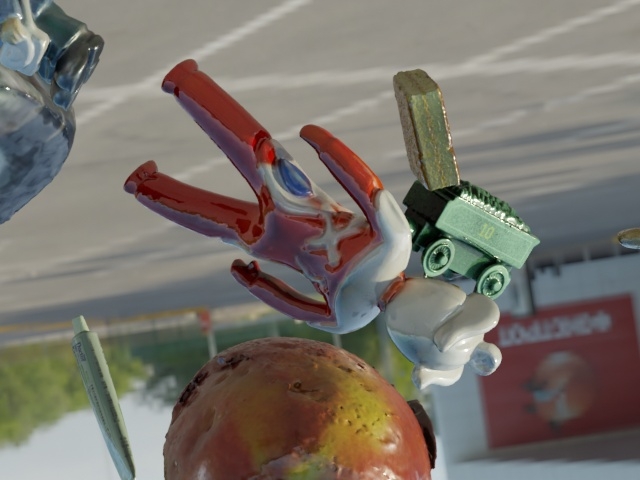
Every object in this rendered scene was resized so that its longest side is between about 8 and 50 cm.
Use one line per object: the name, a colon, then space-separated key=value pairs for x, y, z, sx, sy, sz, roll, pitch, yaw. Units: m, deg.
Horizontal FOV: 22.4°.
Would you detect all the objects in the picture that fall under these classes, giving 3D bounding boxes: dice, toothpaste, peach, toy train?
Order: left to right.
dice: x=-0.340 y=-0.119 z=1.421 sx=0.181 sy=0.183 sz=0.182 roll=-40 pitch=146 yaw=5
toothpaste: x=-0.217 y=0.163 z=1.621 sx=0.029 sy=0.197 sz=0.048 roll=-12 pitch=153 yaw=-21
peach: x=-0.028 y=0.293 z=2.143 sx=0.339 sy=0.353 sz=0.416 roll=-30 pitch=-174 yaw=9
toy train: x=0.136 y=-0.004 z=1.544 sx=0.172 sy=0.099 sz=0.070 roll=25 pitch=-172 yaw=-45

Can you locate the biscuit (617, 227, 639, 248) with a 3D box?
biscuit: x=0.257 y=-0.002 z=1.190 sx=0.071 sy=0.018 sz=0.147 roll=1 pitch=180 yaw=15

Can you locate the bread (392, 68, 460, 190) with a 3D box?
bread: x=0.094 y=-0.099 z=1.448 sx=0.035 sy=0.094 sz=0.090 roll=-14 pitch=-160 yaw=-3

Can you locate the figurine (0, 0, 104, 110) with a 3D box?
figurine: x=-0.193 y=-0.137 z=0.909 sx=0.149 sy=0.087 sz=0.086 roll=29 pitch=160 yaw=-3

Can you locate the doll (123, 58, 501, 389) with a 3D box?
doll: x=0.000 y=0.000 z=1.437 sx=0.099 sy=0.384 sz=0.188 roll=-39 pitch=163 yaw=-49
